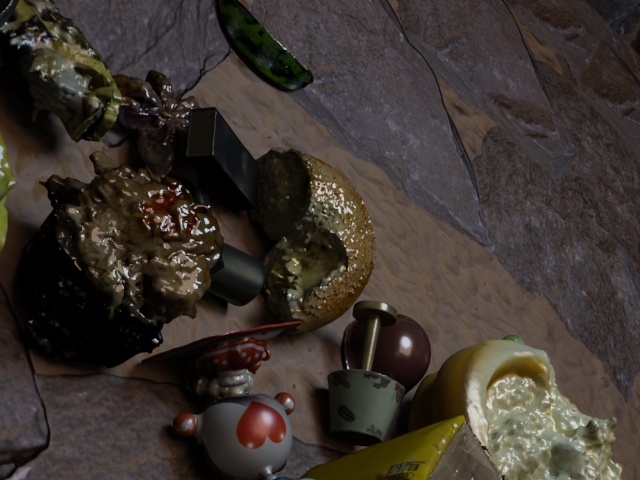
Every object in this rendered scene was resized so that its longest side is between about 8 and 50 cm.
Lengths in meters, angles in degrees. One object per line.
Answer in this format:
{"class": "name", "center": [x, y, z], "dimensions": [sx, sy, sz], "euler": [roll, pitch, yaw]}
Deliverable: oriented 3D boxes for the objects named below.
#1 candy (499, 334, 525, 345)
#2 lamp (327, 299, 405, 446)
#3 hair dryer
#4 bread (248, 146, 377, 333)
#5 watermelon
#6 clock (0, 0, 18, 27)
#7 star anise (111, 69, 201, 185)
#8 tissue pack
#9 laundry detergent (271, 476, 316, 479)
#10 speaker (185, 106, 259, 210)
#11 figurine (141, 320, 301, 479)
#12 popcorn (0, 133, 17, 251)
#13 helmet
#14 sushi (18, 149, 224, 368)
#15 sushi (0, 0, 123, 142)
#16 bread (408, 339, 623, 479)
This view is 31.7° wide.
{"class": "candy", "center": [0.352, 0.263, 2.138], "dimensions": [0.061, 0.061, 0.202], "euler": [41, 45, -23]}
{"class": "lamp", "center": [0.073, 0.204, 1.736], "dimensions": [0.121, 0.121, 0.215], "euler": [31, 58, -34]}
{"class": "hair dryer", "center": [-0.193, -0.035, 1.664], "dimensions": [0.195, 0.078, 0.248], "euler": [31, 29, -43]}
{"class": "bread", "center": [0.004, 0.004, 1.788], "dimensions": [0.192, 0.171, 0.314], "euler": [20, 49, -37]}
{"class": "watermelon", "center": [-0.104, -0.362, 2.057], "dimensions": [0.245, 0.063, 0.119], "euler": [42, 18, -13]}
{"class": "clock", "center": [-0.495, -0.345, 1.445], "dimensions": [0.226, 0.049, 0.226], "euler": [4, 68, -11]}
{"class": "star anise", "center": [-0.232, -0.179, 1.709], "dimensions": [0.212, 0.073, 0.197], "euler": [52, 30, 5]}
{"class": "tissue pack", "center": [0.087, 0.356, 1.518], "dimensions": [0.134, 0.271, 0.192], "euler": [59, 33, -6]}
{"class": "laundry detergent", "center": [-0.085, 0.346, 1.287], "dimensions": [0.094, 0.290, 0.143], "euler": [56, 35, -2]}
{"class": "speaker", "center": [-0.145, -0.120, 1.703], "dimensions": [0.218, 0.044, 0.082], "euler": [57, 34, -65]}
{"class": "figurine", "center": [-0.102, 0.240, 1.500], "dimensions": [0.183, 0.160, 0.226], "euler": [-4, 76, -52]}
{"class": "popcorn", "center": [-0.449, -0.042, 1.169], "dimensions": [0.282, 0.247, 0.282], "euler": [4, 71, -12]}
{"class": "helmet", "center": [0.121, 0.186, 1.848], "dimensions": [0.155, 0.106, 0.175], "euler": [52, 38, -7]}
{"class": "sushi", "center": [-0.248, 0.022, 1.409], "dimensions": [0.238, 0.219, 0.225], "euler": [34, 36, -32]}
{"class": "sushi", "center": [-0.395, -0.247, 1.539], "dimensions": [0.291, 0.139, 0.131], "euler": [44, 40, -2]}
{"class": "bread", "center": [0.310, 0.373, 1.792], "dimensions": [0.329, 0.245, 0.424], "euler": [-16, 76, -27]}
